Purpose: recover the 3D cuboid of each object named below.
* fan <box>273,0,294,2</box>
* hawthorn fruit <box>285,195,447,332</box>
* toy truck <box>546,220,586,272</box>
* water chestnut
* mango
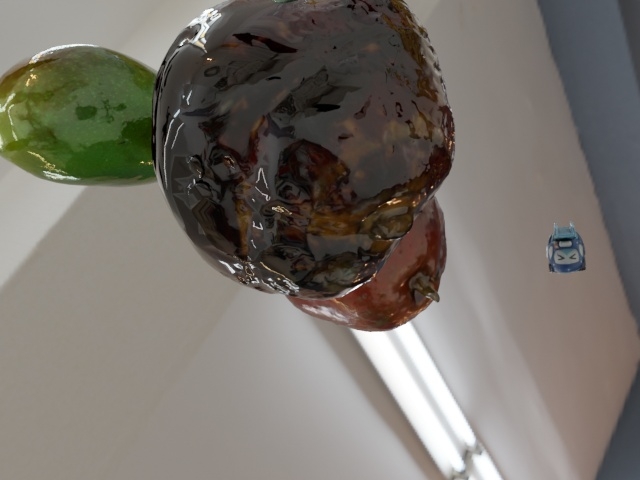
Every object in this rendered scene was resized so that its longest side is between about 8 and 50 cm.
[{"bbox_3d":[-0.056,-0.264,0.635,0.193,0.038,0.016,65,-162,2],"label":"fan"},{"bbox_3d":[0.065,0.008,1.294,0.275,0.300,0.275,-33,-39,-32],"label":"hawthorn fruit"},{"bbox_3d":[0.364,0.003,1.291,0.090,0.056,0.073,66,-156,-49],"label":"toy truck"},{"bbox_3d":[-0.021,-0.093,0.774,0.244,0.289,0.289,-69,-34,-53],"label":"water chestnut"},{"bbox_3d":[-0.320,-0.185,1.345,0.382,0.201,0.225,3,-53,-38],"label":"mango"}]
